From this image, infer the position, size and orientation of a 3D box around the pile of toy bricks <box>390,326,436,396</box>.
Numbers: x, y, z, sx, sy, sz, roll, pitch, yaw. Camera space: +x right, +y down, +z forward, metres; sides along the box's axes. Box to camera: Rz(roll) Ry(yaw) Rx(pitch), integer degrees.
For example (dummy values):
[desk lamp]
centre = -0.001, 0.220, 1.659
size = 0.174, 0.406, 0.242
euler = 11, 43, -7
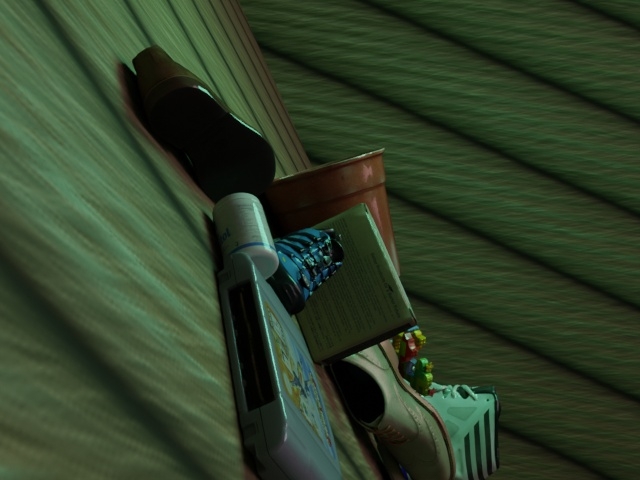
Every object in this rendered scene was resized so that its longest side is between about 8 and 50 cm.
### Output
[pile of toy bricks]
centre = 0.193, 0.280, 1.585
size = 0.105, 0.118, 0.212
euler = 29, -60, 50

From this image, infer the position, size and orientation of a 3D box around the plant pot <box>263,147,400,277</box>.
[plant pot]
centre = 0.035, -0.025, 1.593
size = 0.272, 0.273, 0.265
euler = -70, 144, -83

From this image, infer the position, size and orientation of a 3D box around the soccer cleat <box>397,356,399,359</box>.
[soccer cleat]
centre = 0.088, 0.173, 1.731
size = 0.116, 0.143, 0.331
euler = 58, 10, -59

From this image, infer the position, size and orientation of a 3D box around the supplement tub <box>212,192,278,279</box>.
[supplement tub]
centre = -0.099, -0.002, 1.019
size = 0.071, 0.071, 0.107
euler = 60, 7, -52

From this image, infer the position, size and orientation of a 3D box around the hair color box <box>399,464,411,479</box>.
[hair color box]
centre = 0.303, 0.670, 1.879
size = 0.338, 0.110, 0.185
euler = 63, 5, -16

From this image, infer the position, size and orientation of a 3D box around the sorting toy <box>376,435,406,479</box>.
[sorting toy]
centre = 0.174, 0.527, 1.630
size = 0.229, 0.041, 0.307
euler = 62, 0, -34

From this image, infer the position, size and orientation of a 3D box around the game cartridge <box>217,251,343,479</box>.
[game cartridge]
centre = -0.044, 0.172, 0.904
size = 0.198, 0.062, 0.297
euler = 56, 10, -41

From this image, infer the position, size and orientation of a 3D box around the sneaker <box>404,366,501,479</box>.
[sneaker]
centre = 0.251, 0.349, 1.755
size = 0.447, 0.258, 0.169
euler = 61, -1, 25

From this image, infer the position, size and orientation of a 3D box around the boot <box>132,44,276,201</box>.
[boot]
centre = -0.150, -0.151, 1.046
size = 0.115, 0.112, 0.305
euler = 57, 2, 30

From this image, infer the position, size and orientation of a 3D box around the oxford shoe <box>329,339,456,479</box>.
[oxford shoe]
centre = 0.127, 0.347, 1.509
size = 0.397, 0.140, 0.146
euler = 56, 31, -9

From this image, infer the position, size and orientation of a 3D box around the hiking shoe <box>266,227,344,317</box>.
[hiking shoe]
centre = -0.030, 0.031, 1.232
size = 0.304, 0.132, 0.113
euler = -92, 157, -76

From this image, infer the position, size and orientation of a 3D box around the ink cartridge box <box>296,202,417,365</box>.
[ink cartridge box]
centre = 0.042, 0.081, 1.402
size = 0.088, 0.193, 0.234
euler = 51, 16, -70
